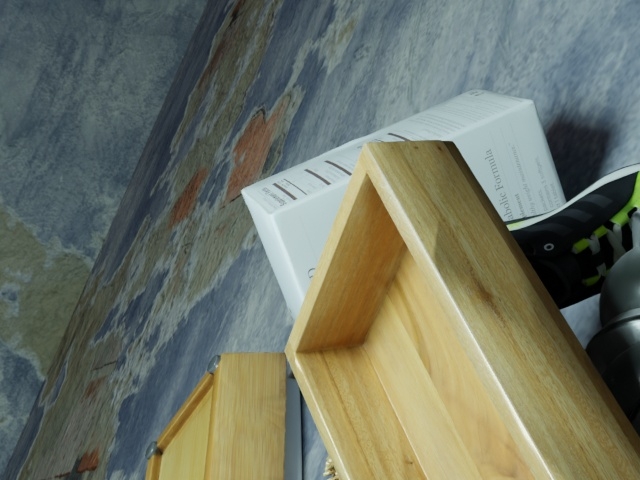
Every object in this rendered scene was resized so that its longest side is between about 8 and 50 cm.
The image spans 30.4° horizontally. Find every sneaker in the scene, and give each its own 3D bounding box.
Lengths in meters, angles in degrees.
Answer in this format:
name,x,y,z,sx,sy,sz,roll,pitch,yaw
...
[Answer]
name,x,y,z,sx,sy,sz,roll,pitch,yaw
sneaker,0.183,0.018,0.834,0.234,0.084,0.097,-22,18,10

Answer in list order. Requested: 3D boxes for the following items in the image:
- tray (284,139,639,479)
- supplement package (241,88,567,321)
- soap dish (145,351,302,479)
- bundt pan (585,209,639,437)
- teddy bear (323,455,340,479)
name,x,y,z,sx,sy,sz,roll,pitch,yaw
tray,0.103,0.153,0.682,0.411,0.076,0.203,63,146,37
supplement package,0.075,-0.022,1.035,0.244,0.139,0.134,-24,16,-9
soap dish,-0.121,0.285,1.356,0.229,0.118,0.291,-53,20,27
bundt pan,0.268,0.039,0.645,0.331,0.124,0.331,-51,22,30
teddy bear,0.103,0.165,0.975,0.245,0.113,0.338,-63,9,-31
